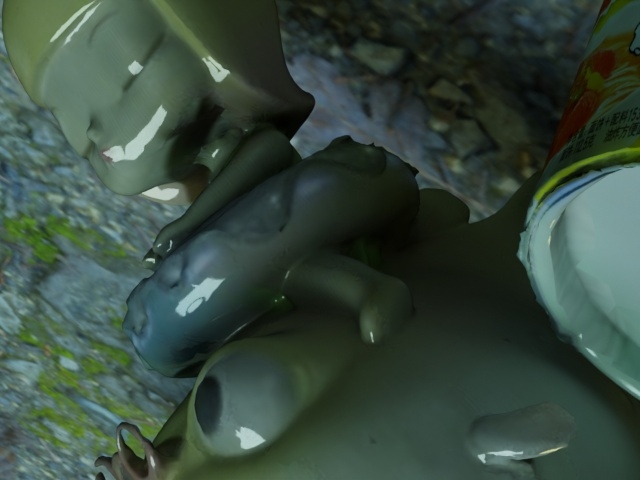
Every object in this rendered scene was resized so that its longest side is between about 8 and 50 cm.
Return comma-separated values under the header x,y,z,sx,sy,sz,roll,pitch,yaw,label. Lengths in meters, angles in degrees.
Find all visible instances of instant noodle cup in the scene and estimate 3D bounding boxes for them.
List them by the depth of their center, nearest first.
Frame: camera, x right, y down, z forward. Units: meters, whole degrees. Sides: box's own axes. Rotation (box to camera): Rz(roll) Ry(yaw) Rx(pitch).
x,y,z,sx,sy,sz,roll,pitch,yaw,label
0.170,-0.030,0.669,0.205,0.153,0.205,21,147,14,instant noodle cup

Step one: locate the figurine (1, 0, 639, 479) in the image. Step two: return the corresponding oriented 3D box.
x,y,z,sx,sy,sz,roll,pitch,yaw,label
0.000,0.000,0.802,0.394,0.275,0.226,57,145,15,figurine
